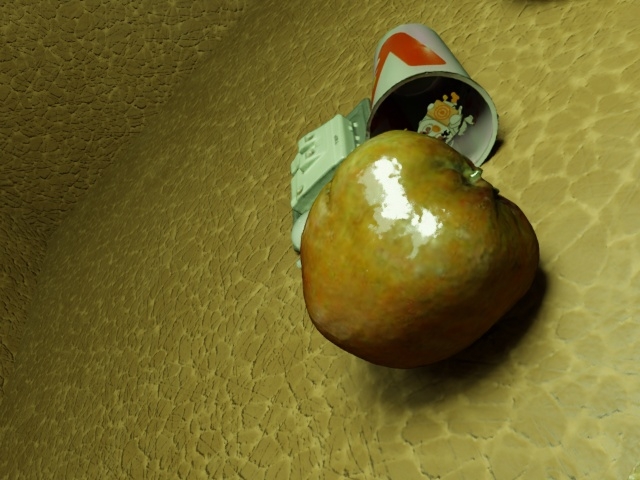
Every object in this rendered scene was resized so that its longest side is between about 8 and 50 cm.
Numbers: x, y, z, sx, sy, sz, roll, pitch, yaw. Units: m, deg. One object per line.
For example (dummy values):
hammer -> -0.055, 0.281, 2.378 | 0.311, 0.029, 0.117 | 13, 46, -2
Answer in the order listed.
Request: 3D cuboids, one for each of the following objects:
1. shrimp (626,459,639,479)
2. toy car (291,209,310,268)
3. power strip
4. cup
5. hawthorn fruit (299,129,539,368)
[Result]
shrimp -> 0.254, 0.245, 0.488 | 0.317, 0.062, 0.164 | -50, -3, -24
toy car -> 0.000, 0.000, 1.009 | 0.139, 0.112, 0.112 | -45, 34, 13
power strip -> 0.009, -0.141, 1.142 | 0.251, 0.092, 0.257 | -36, 36, 28
cup -> 0.162, -0.244, 0.975 | 0.203, 0.203, 0.288 | -36, 30, 27
hawthorn fruit -> 0.099, 0.029, 0.725 | 0.301, 0.267, 0.268 | -52, 31, 22
